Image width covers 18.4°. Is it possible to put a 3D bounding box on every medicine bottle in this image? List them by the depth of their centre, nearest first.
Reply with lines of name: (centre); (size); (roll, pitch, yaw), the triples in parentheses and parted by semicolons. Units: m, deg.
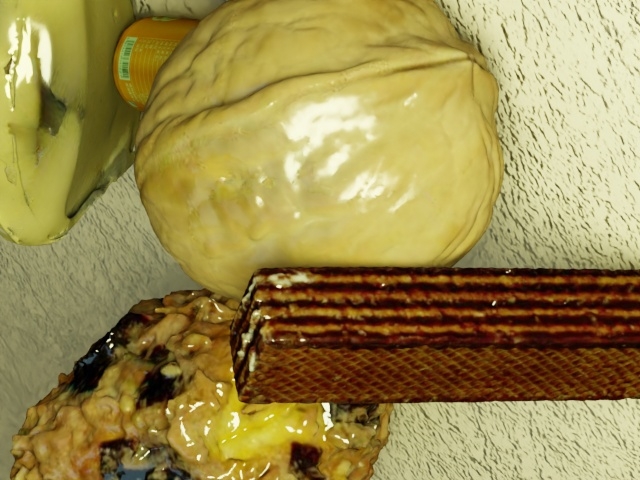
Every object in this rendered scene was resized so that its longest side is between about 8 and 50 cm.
medicine bottle: (-0.103, -0.158, 1.838); (0.192, 0.096, 0.096); (10, 129, 48)

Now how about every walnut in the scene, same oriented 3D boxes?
walnut: (0.003, -0.079, 1.617); (0.313, 0.277, 0.252); (-25, 135, 31)

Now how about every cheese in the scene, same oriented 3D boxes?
cheese: (-0.260, -0.168, 1.891); (0.128, 0.259, 0.316); (11, 132, 11)

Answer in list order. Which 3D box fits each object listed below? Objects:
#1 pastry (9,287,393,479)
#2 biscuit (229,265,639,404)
pastry: (-0.131, 0.197, 1.959); (0.292, 0.337, 0.405); (60, 157, -10)
biscuit: (0.123, 0.075, 1.554); (0.107, 0.388, 0.073); (116, 151, -56)
